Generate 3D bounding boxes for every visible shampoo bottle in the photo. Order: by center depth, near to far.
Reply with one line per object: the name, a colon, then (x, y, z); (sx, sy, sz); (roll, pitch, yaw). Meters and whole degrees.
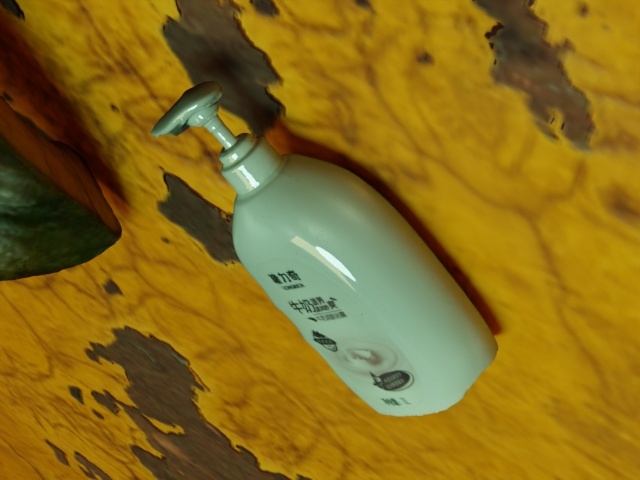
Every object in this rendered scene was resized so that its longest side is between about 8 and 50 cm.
shampoo bottle: (0.000, 0.000, 0.569); (0.152, 0.045, 0.077); (51, 150, -19)

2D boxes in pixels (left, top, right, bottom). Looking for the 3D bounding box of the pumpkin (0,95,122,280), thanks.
pumpkin: (-0.240, -0.088, 0.603); (0.290, 0.095, 0.258); (-2, 123, 1)
